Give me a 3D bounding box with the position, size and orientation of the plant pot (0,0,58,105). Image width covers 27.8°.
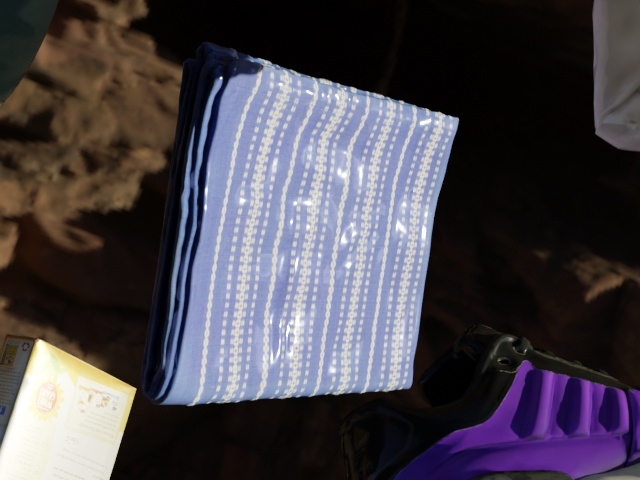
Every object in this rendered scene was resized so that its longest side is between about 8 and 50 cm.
[{"bbox_3d":[-0.301,-0.189,0.623,0.293,0.293,0.235,33,26,33],"label":"plant pot"}]

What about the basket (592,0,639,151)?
[{"bbox_3d":[0.365,-0.219,0.777,0.331,0.328,0.266,8,18,29],"label":"basket"}]

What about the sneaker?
[{"bbox_3d":[0.135,0.103,0.724,0.293,0.102,0.146,-9,54,-37],"label":"sneaker"}]

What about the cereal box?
[{"bbox_3d":[-0.275,0.231,1.256,0.047,0.240,0.173,5,-20,29],"label":"cereal box"}]

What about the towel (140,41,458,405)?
[{"bbox_3d":[0.000,0.000,0.963,0.040,0.243,0.336,10,2,35],"label":"towel"}]
